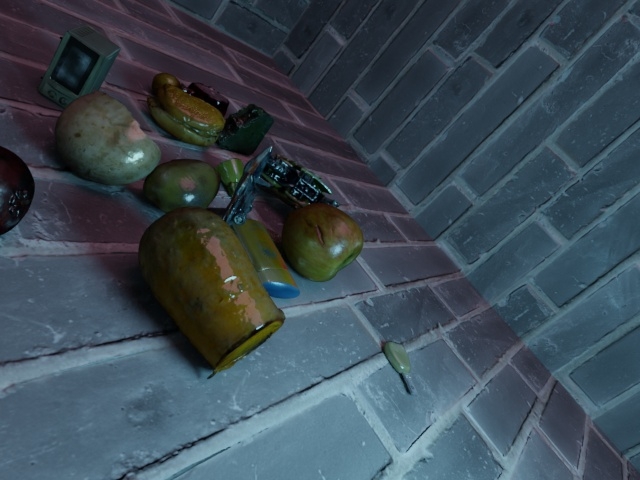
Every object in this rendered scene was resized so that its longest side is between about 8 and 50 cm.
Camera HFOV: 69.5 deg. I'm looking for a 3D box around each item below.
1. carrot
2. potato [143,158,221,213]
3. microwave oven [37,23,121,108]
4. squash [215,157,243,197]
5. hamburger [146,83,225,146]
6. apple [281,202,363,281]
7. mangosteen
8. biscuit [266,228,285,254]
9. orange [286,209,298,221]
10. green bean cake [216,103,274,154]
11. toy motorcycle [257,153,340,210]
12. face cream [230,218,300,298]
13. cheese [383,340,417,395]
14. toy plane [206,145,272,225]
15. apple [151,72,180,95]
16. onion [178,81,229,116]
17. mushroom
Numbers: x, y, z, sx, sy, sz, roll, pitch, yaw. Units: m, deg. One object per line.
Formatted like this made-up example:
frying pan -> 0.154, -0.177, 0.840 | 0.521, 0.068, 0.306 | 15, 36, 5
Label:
carrot -> -0.245, 0.097, 1.016 | 0.340, 0.224, 0.224 | 52, 25, 13
potato -> -0.377, -0.154, 1.304 | 0.174, 0.159, 0.251 | 44, 36, 1
microwave oven -> -0.700, -0.499, 1.333 | 0.129, 0.205, 0.163 | 33, 25, -23
squash -> -0.302, -0.208, 1.624 | 0.105, 0.105, 0.132 | 2, 60, -56
hamburger -> -0.481, -0.427, 1.637 | 0.283, 0.144, 0.156 | 23, 37, -29
apple -> 0.000, 0.000, 1.526 | 0.264, 0.264, 0.264 | 34, 25, -19
mangosteen -> -0.630, -0.092, 0.828 | 0.200, 0.200, 0.199 | 34, 25, -19
biscuit -> -0.161, 0.002, 1.561 | 0.120, 0.015, 0.120 | 34, 26, -19
orange -> -0.086, -0.072, 1.721 | 0.085, 0.085, 0.095 | 12, 34, -49
green bean cake -> -0.317, -0.465, 1.874 | 0.194, 0.208, 0.107 | 11, 36, -53
toy motorcycle -> -0.083, -0.204, 1.791 | 0.410, 0.168, 0.237 | 37, -8, -23
face cream -> -0.171, 0.054, 1.393 | 0.139, 0.067, 0.285 | 10, 40, -47
cheese -> 0.269, 0.416, 1.502 | 0.097, 0.037, 0.192 | 23, 29, -35
toy plane -> -0.217, -0.132, 1.310 | 0.104, 0.326, 0.222 | 40, 24, -15
apple -> -0.600, -0.602, 1.795 | 0.102, 0.099, 0.114 | 30, 30, -21
onion -> -0.486, -0.553, 1.840 | 0.195, 0.139, 0.218 | 50, 24, 24
mushroom -> -0.560, -0.234, 1.176 | 0.254, 0.195, 0.189 | 43, 57, 1
